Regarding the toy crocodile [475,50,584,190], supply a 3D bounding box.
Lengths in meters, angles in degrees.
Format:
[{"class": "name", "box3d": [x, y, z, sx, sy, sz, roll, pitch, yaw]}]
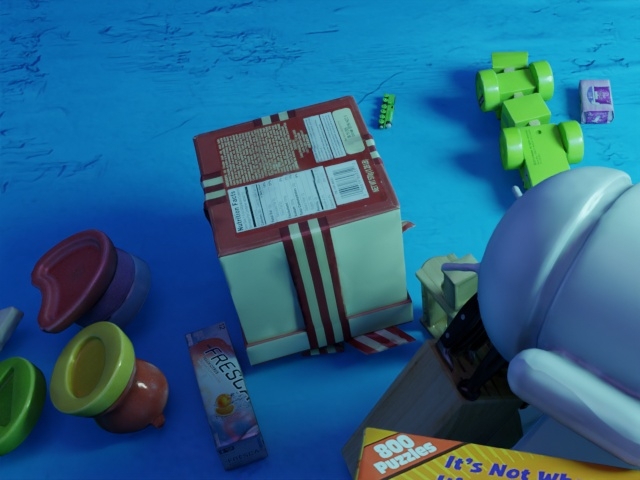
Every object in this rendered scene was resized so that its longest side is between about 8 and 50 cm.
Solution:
[{"class": "toy crocodile", "box3d": [0.320, -0.178, 1.335, 0.115, 0.105, 0.341, -11, 53, 0]}]

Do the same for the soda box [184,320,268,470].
[{"class": "soda box", "box3d": [-0.122, 0.195, 1.098, 0.058, 0.063, 0.183, -19, 49, -7]}]

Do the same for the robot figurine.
[{"class": "robot figurine", "box3d": [0.285, 0.063, 0.738, 0.353, 0.200, 0.300, 30, 46, 28]}]

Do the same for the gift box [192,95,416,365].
[{"class": "gift box", "box3d": [0.000, 0.000, 1.117, 0.276, 0.258, 0.255, -11, 49, -1]}]

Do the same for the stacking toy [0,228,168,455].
[{"class": "stacking toy", "box3d": [-0.335, 0.160, 1.170, 0.279, 0.130, 0.309, -33, 44, 15]}]

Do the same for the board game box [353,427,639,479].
[{"class": "board game box", "box3d": [0.166, 0.402, 0.585, 0.356, 0.357, 0.356, 8, 30, 7]}]

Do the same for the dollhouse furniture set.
[{"class": "dollhouse furniture set", "box3d": [0.210, 0.042, 1.096, 0.160, 0.182, 0.101, -26, 50, -13]}]

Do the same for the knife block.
[{"class": "knife block", "box3d": [0.135, 0.166, 0.938, 0.275, 0.242, 0.088, -26, 50, 0]}]

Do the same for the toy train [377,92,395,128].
[{"class": "toy train", "box3d": [0.112, -0.217, 1.449, 0.023, 0.017, 0.083, 9, 51, 3]}]

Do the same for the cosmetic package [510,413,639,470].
[{"class": "cosmetic package", "box3d": [0.381, 0.173, 0.863, 0.385, 0.156, 0.217, -48, 64, 4]}]

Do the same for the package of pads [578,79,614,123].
[{"class": "package of pads", "box3d": [0.445, -0.225, 1.390, 0.050, 0.032, 0.083, 0, 49, 11]}]

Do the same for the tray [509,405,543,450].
[{"class": "tray", "box3d": [0.308, 0.158, 1.082, 0.270, 0.030, 0.145, -25, 51, -12]}]
